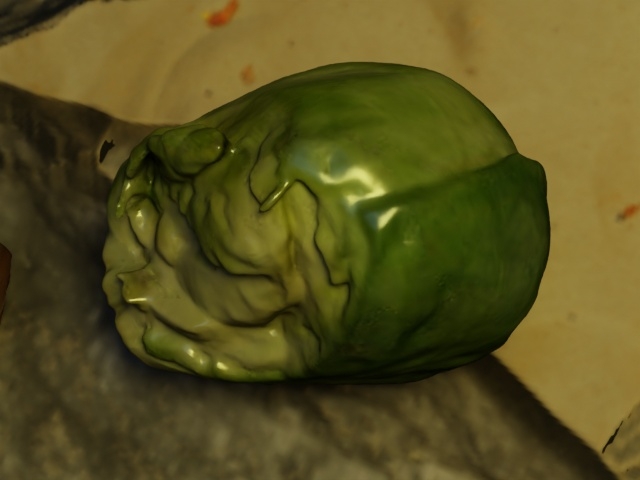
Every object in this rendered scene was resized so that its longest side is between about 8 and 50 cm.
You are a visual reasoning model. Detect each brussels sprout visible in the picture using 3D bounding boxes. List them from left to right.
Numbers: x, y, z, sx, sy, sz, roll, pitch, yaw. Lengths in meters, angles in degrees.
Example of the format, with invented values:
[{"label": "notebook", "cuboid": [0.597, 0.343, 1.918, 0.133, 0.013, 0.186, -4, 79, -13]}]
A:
[{"label": "brussels sprout", "cuboid": [0.006, -0.002, 0.706, 0.183, 0.145, 0.131, -12, 96, 52]}]

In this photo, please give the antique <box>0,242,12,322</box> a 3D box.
[{"label": "antique", "cuboid": [-0.210, 0.132, 0.737, 0.087, 0.093, 0.310, 8, 76, 15]}]
